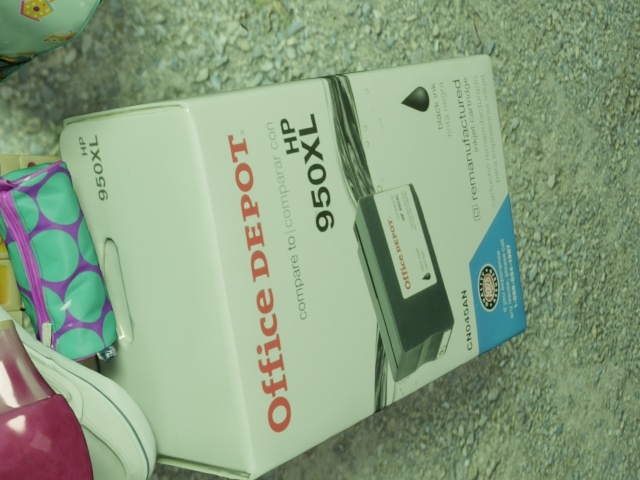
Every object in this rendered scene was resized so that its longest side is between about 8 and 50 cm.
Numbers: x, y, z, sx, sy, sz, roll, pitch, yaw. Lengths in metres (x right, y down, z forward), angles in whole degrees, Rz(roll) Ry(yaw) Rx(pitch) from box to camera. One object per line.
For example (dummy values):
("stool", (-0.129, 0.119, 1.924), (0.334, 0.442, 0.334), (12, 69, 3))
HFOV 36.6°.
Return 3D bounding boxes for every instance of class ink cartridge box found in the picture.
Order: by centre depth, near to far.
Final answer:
("ink cartridge box", (0.000, 0.000, 0.859), (0.395, 0.166, 0.285), (-19, 103, -45))

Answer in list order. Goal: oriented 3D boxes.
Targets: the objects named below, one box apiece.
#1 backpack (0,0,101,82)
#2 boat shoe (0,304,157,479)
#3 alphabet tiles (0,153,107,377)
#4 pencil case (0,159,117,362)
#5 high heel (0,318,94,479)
("backpack", (-0.209, -0.203, 0.630), (0.144, 0.188, 0.166), (23, 75, -44))
("boat shoe", (-0.217, 0.115, 0.666), (0.258, 0.095, 0.084), (43, 21, -27))
("alphabet tiles", (-0.257, 0.034, 0.711), (0.237, 0.009, 0.198), (-1, 91, -46))
("pencil case", (-0.199, 0.019, 0.717), (0.070, 0.064, 0.151), (-45, 123, -65))
("high heel", (-0.257, 0.151, 0.572), (0.244, 0.082, 0.117), (-28, 88, -3))
